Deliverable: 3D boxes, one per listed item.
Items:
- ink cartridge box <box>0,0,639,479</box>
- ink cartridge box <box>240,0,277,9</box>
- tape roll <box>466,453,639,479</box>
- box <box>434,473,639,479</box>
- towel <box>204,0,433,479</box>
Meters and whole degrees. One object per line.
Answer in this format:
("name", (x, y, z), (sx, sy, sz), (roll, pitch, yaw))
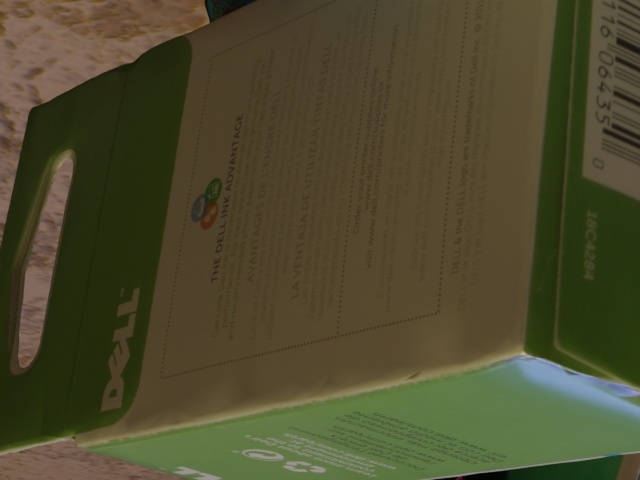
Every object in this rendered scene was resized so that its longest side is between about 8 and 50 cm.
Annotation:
("ink cartridge box", (0.000, 0.000, 0.457), (0.062, 0.109, 0.209), (22, 155, -35))
("ink cartridge box", (0.152, -0.122, 0.432), (0.307, 0.129, 0.223), (8, 159, -8))
("tape roll", (0.221, 0.111, 0.766), (0.321, 0.321, 0.077), (7, -173, -6))
("box", (0.137, 0.091, 0.941), (0.142, 0.163, 0.247), (3, 160, -6))
("towel", (0.029, 0.092, 0.701), (0.040, 0.370, 0.271), (-16, 159, -1))
